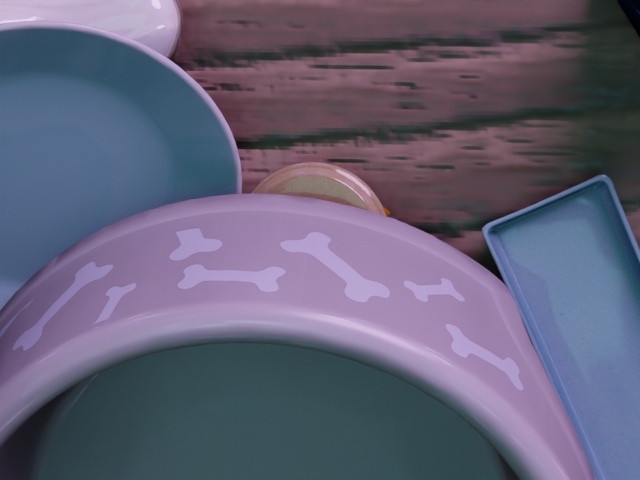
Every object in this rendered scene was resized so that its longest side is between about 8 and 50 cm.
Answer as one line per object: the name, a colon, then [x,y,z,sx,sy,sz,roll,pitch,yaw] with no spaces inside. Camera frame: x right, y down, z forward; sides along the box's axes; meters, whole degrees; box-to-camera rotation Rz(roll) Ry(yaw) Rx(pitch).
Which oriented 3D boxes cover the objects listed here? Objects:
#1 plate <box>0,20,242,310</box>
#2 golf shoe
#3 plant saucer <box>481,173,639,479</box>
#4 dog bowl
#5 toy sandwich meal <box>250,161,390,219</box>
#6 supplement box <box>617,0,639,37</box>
plate: [-0.132,-0.023,0.476,0.188,0.024,0.188,-10,131,-11]
golf shoe: [-0.156,-0.079,0.474,0.186,0.086,0.068,-17,96,7]
plant saucer: [0.149,0.065,0.505,0.067,0.018,0.192,-24,97,10]
dog bowl: [-0.028,0.158,0.478,0.348,0.102,0.349,1,107,3]
toy sandwich meal: [0.000,0.000,0.503,0.085,0.029,0.086,1,98,8]
supplement box: [0.177,-0.122,0.432,0.083,0.083,0.056,-33,97,10]
